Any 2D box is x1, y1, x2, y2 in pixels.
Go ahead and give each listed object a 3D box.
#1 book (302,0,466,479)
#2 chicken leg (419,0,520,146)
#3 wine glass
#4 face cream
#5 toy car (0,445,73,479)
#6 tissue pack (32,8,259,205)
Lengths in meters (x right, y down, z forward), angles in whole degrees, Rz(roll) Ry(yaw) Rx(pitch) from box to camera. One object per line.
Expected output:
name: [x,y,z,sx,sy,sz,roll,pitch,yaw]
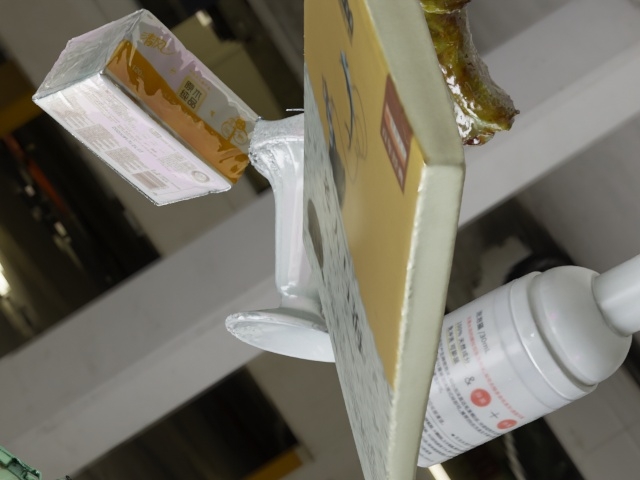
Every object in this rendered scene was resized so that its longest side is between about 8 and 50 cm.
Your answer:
book: [0.024,-0.018,0.798,0.389,0.032,0.269,91,168,-51]
chicken leg: [0.124,-0.268,1.547,0.361,0.140,0.211,42,168,-16]
wine glass: [0.000,0.000,1.217,0.165,0.165,0.196,61,-143,-68]
face cream: [0.236,0.109,1.448,0.145,0.369,0.145,42,-148,-33]
toy car: [-0.307,0.241,1.351,0.143,0.054,0.073,34,140,11]
tissue pack: [-0.210,-0.162,1.692,0.225,0.124,0.185,42,148,-28]
